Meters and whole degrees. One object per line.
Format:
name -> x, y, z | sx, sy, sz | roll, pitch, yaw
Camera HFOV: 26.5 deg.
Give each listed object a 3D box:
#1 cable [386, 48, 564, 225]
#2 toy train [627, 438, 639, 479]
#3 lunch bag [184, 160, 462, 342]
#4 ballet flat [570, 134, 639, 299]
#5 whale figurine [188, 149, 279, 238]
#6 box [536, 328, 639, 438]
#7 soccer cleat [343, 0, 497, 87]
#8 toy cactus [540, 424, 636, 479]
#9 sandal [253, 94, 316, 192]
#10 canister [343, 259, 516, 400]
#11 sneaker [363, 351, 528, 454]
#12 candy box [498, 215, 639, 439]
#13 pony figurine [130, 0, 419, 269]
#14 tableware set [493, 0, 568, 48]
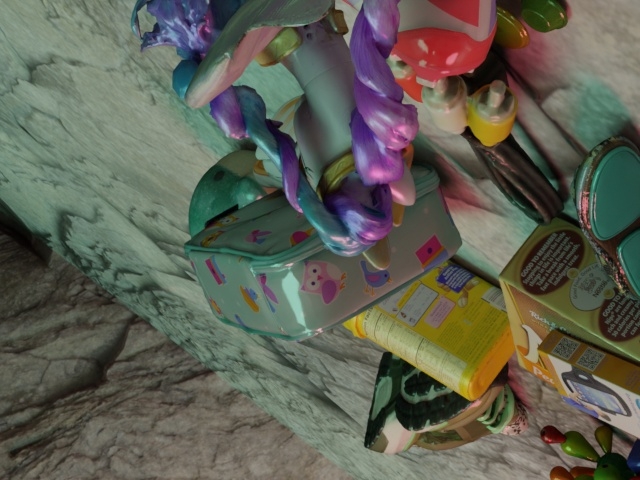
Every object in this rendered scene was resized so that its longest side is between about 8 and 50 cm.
cable -> 0.114, -0.085, 1.077 | 0.139, 0.072, 0.287 | 31, 167, 27
toy train -> 0.428, 0.272, 1.341 | 0.248, 0.105, 0.143 | 47, 150, -20
lunch bag -> 0.000, 0.000, 1.365 | 0.279, 0.224, 0.108 | 7, 125, 64
ballet flat -> 0.225, -0.022, 1.060 | 0.070, 0.070, 0.188 | 28, 157, 40
whale figurine -> -0.053, 0.008, 1.623 | 0.272, 0.141, 0.216 | 36, 165, 40
box -> 0.251, 0.129, 1.142 | 0.136, 0.028, 0.081 | 26, 157, 46
soccer cleat -> 0.027, -0.203, 0.946 | 0.248, 0.083, 0.095 | 42, 138, 29
toy cactus -> 0.362, 0.269, 1.513 | 0.180, 0.112, 0.219 | 29, 172, -38
sandal -> -0.027, -0.100, 1.363 | 0.076, 0.102, 0.265 | 51, 163, -16
canister -> 0.125, 0.081, 1.459 | 0.170, 0.126, 0.073 | 31, 162, 27
sneaker -> 0.184, 0.186, 1.683 | 0.182, 0.158, 0.410 | 11, 165, -9
candy box -> 0.313, 0.119, 1.184 | 0.316, 0.087, 0.183 | 33, 162, 29
pony figurine -> 0.003, -0.181, 0.781 | 0.363, 0.303, 0.351 | 63, 155, 7
tableware set -> 0.110, -0.178, 0.978 | 0.104, 0.024, 0.154 | 43, 164, -20
